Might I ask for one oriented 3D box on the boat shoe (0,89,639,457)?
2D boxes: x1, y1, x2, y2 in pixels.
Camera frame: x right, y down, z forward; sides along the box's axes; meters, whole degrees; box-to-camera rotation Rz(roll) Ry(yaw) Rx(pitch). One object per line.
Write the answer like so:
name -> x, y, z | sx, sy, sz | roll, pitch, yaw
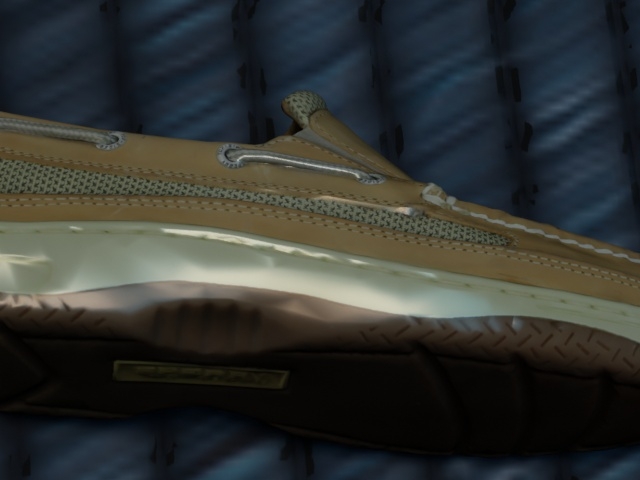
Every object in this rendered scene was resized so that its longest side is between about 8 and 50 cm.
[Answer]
boat shoe -> 0.000, 0.000, 0.396 | 0.190, 0.068, 0.072 | 8, 61, -12
